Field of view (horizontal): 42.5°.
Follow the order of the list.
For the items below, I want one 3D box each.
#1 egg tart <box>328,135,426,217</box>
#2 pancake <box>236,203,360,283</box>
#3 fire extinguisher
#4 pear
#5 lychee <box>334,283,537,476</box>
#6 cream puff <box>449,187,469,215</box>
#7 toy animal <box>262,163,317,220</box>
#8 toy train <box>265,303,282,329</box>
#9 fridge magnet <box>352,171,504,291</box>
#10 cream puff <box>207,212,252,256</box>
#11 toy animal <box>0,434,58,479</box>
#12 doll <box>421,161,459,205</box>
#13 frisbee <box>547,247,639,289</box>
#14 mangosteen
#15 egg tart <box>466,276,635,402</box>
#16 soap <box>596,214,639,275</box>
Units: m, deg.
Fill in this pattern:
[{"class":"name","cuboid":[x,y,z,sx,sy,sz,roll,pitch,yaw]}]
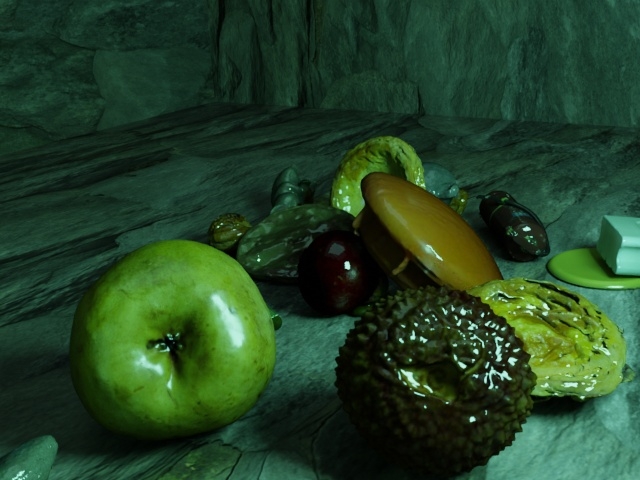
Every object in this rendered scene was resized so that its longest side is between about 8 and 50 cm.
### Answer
[{"class":"egg tart","cuboid":[0.150,-0.098,1.936,0.294,0.294,0.123,13,4,39]},{"class":"pancake","cuboid":[-0.044,0.005,1.871,0.294,0.049,0.294,-11,35,8]},{"class":"fire extinguisher","cuboid":[0.444,-0.037,1.922,0.141,0.105,0.341,28,15,-10]},{"class":"pear","cuboid":[-0.219,0.143,1.226,0.304,0.304,0.304,-2,19,1]},{"class":"lychee","cuboid":[0.152,0.186,1.121,0.267,0.267,0.267,-2,19,1]},{"class":"cream puff","cuboid":[0.334,-0.103,2.186,0.122,0.094,0.116,17,7,-24]},{"class":"toy animal","cuboid":[-0.088,-0.093,2.209,0.125,0.127,0.251,12,35,6]},{"class":"toy train","cuboid":[-0.131,0.141,1.600,0.071,0.038,0.148,-12,22,-24]},{"class":"fridge magnet","cuboid":[0.209,0.008,1.584,0.363,0.155,0.363,37,18,-14]},{"class":"cream puff","cuboid":[-0.216,-0.015,1.984,0.119,0.104,0.133,-25,27,-34]},{"class":"toy animal","cuboid":[-0.427,0.339,1.040,0.079,0.070,0.253,-33,6,45]},{"class":"doll","cuboid":[0.198,-0.087,2.113,0.340,0.158,0.246,-27,24,17]},{"class":"frisbee","cuboid":[0.610,0.057,1.778,0.236,0.017,0.236,-3,19,1]},{"class":"mangosteen","cuboid":[0.051,0.071,1.607,0.199,0.200,0.200,-2,19,1]},{"class":"egg tart","cuboid":[0.346,0.176,1.306,0.297,0.132,0.297,2,31,-1]},{"class":"soap","cuboid":[0.735,0.016,1.725,0.265,0.088,0.160,5,21,2]}]
